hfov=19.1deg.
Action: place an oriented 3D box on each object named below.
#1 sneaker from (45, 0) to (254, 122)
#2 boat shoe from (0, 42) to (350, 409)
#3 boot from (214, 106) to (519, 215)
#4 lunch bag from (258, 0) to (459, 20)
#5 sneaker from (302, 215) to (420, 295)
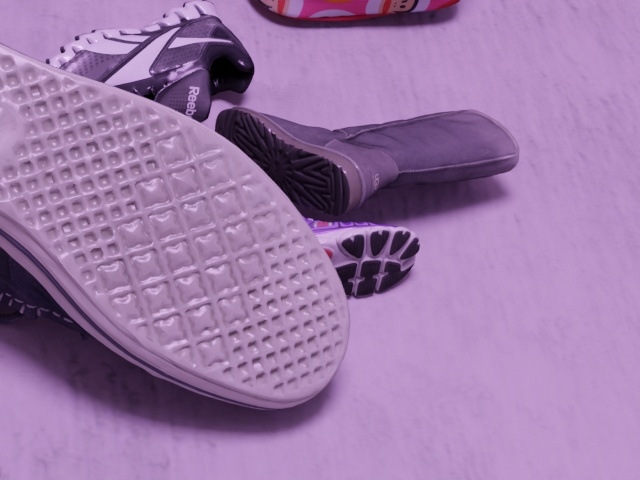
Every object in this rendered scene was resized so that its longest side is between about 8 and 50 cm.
[{"bbox_3d":[-0.148,-0.134,1.630,0.234,0.078,0.106,-27,57,-38],"label":"sneaker"},{"bbox_3d":[-0.202,-0.030,1.445,0.500,0.156,0.187,29,71,-10],"label":"boat shoe"},{"bbox_3d":[0.040,-0.085,1.643,0.189,0.076,0.208,30,38,35],"label":"boot"},{"bbox_3d":[-0.003,-0.338,1.854,0.258,0.120,0.293,-6,48,-18],"label":"lunch bag"},{"bbox_3d":[0.000,0.000,1.558,0.169,0.068,0.071,1,37,-19],"label":"sneaker"}]
